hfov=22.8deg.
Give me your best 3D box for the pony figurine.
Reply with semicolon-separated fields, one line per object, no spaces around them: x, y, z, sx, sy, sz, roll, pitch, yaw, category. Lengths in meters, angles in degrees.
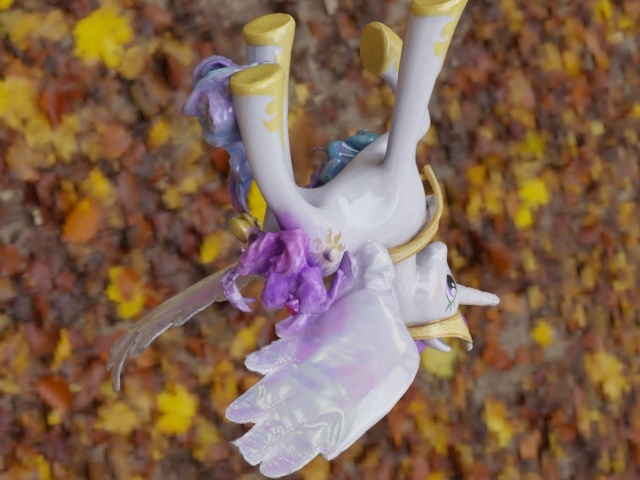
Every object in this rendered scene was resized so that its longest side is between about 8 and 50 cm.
0.000;0.000;1.326;0.351;0.303;0.363;-26;124;-26;pony figurine
